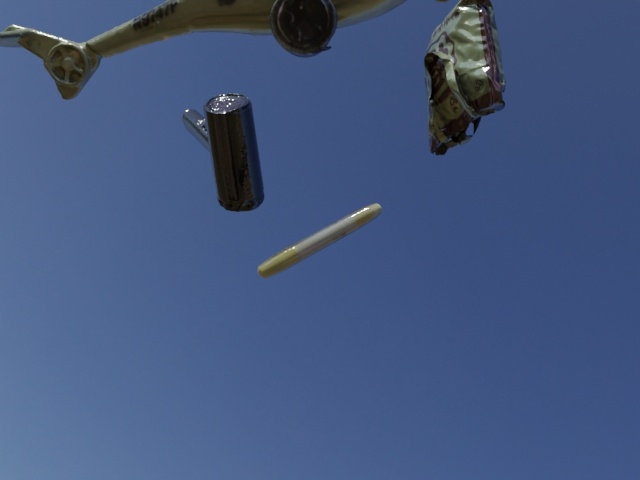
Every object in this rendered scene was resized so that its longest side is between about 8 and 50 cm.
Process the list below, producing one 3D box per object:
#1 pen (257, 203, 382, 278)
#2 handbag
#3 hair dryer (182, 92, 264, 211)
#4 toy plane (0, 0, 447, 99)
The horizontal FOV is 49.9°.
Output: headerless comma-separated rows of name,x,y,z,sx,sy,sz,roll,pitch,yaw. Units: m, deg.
pen,0.000,0.000,1.136,0.032,0.233,0.040,62,-12,-1
handbag,0.243,-0.296,1.208,0.127,0.235,0.213,8,-21,-18
hair dryer,-0.199,-0.189,1.281,0.251,0.089,0.197,38,-37,45
toy plane,-0.053,-0.149,0.414,0.286,0.092,0.108,-22,-76,6
